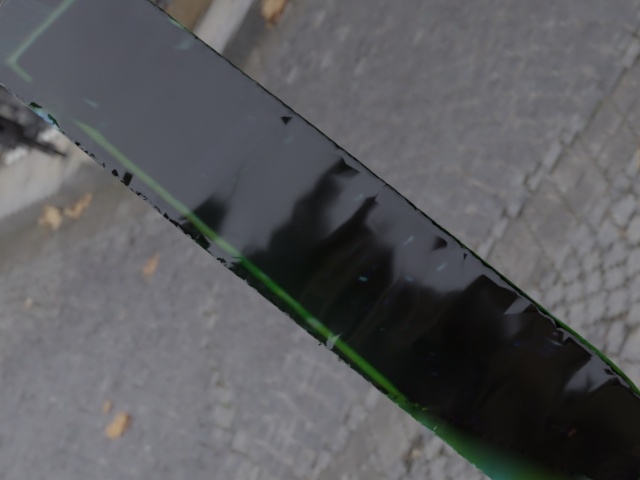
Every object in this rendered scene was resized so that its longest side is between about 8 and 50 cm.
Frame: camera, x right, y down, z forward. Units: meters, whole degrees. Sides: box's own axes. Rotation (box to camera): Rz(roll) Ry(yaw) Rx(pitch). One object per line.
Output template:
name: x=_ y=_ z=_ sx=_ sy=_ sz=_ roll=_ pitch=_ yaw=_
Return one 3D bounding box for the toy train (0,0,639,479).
toy train: x=0.000 y=0.000 z=0.413 sx=0.044 sy=0.209 sz=0.042 roll=-51 pitch=-9 yaw=-2
